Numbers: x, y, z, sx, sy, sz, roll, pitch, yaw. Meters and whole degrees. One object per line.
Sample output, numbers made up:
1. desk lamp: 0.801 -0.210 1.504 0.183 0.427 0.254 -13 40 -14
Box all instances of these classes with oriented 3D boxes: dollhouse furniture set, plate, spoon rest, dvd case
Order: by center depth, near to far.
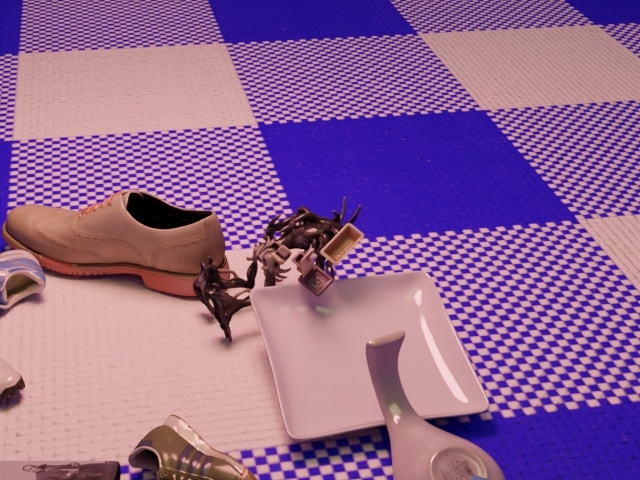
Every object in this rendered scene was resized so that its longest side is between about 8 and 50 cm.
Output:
1. dvd case: -0.362 0.308 1.231 0.239 0.029 0.179 0 18 -2
2. spoon rest: 0.133 0.247 1.319 0.137 0.084 0.276 -14 58 -20
3. plate: 0.060 0.160 1.486 0.278 0.045 0.277 -6 42 -14
4. dollhouse furniture set: 0.000 0.000 1.527 0.091 0.081 0.114 39 71 16

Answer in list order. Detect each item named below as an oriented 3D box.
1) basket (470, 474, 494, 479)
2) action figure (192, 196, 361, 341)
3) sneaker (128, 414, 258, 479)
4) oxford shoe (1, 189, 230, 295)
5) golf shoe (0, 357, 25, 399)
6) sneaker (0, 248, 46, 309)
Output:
1. basket: 0.101 0.377 0.911 0.201 0.289 0.255 11 33 15
2. action figure: -0.052 0.041 1.636 0.276 0.141 0.164 -29 37 -17
3. sneaker: -0.155 0.287 1.287 0.086 0.064 0.192 -32 43 -32
4. oxford shoe: -0.331 -0.026 1.721 0.397 0.146 0.140 9 32 12
5. golf shoe: -0.486 0.153 1.463 0.198 0.094 0.077 21 34 27
6. sneaker: -0.516 0.069 1.616 0.211 0.080 0.081 -21 34 -31
